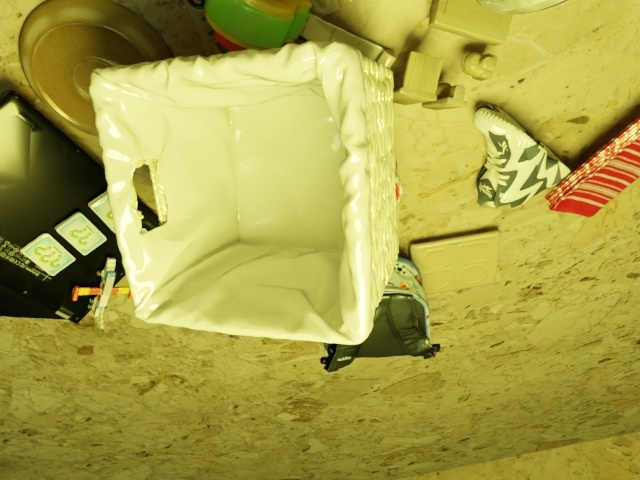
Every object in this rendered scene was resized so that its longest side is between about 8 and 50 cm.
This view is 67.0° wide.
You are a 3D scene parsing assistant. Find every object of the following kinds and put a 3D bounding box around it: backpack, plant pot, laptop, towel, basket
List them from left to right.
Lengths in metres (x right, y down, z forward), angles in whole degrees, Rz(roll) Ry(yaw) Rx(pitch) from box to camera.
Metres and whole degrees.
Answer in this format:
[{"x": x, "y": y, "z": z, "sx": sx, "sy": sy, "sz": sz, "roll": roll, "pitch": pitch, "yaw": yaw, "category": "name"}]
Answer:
[{"x": -0.583, "y": -0.025, "z": 0.882, "sx": 0.408, "sy": 0.236, "sz": 0.382, "roll": -47, "pitch": 142, "yaw": -9, "category": "laptop"}, {"x": -0.338, "y": -0.248, "z": 0.743, "sx": 0.236, "sy": 0.032, "sz": 0.236, "roll": -2, "pitch": 137, "yaw": -2, "category": "plant pot"}, {"x": -0.065, "y": -0.074, "z": 0.650, "sx": 0.331, "sy": 0.266, "sz": 0.329, "roll": 3, "pitch": 109, "yaw": 21, "category": "basket"}, {"x": 0.118, "y": 0.141, "z": 1.052, "sx": 0.276, "sy": 0.213, "sz": 0.263, "roll": -8, "pitch": 145, "yaw": 0, "category": "backpack"}, {"x": 0.557, "y": -0.142, "z": 0.872, "sx": 0.198, "sy": 0.031, "sz": 0.275, "roll": 4, "pitch": 139, "yaw": -39, "category": "towel"}]

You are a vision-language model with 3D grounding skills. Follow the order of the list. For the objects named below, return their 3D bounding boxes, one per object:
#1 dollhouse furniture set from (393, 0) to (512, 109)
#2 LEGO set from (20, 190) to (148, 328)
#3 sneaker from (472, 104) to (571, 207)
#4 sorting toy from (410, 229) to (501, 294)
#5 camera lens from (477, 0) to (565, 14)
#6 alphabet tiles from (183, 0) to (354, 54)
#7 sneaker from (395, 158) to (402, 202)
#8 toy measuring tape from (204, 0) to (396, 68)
[{"x": 0.184, "y": -0.284, "z": 0.746, "sx": 0.144, "sy": 0.123, "sz": 0.151, "roll": 9, "pitch": 100, "yaw": -13, "category": "dollhouse furniture set"}, {"x": -0.389, "y": 0.048, "z": 0.902, "sx": 0.182, "sy": 0.060, "sz": 0.244, "roll": -38, "pitch": 139, "yaw": -14, "category": "LEGO set"}, {"x": 0.319, "y": -0.129, "z": 0.866, "sx": 0.235, "sy": 0.094, "sz": 0.153, "roll": 20, "pitch": 123, "yaw": -36, "category": "sneaker"}, {"x": 0.304, "y": 0.051, "z": 1.101, "sx": 0.192, "sy": 0.038, "sz": 0.208, "roll": -10, "pitch": 140, "yaw": 6, "category": "sorting toy"}, {"x": 0.208, "y": -0.399, "z": 0.490, "sx": 0.219, "sy": 0.219, "sz": 0.274, "roll": -33, "pitch": 129, "yaw": 27, "category": "camera lens"}, {"x": -0.067, "y": -0.346, "z": 0.677, "sx": 0.237, "sy": 0.009, "sz": 0.198, "roll": -19, "pitch": 134, "yaw": 16, "category": "alphabet tiles"}, {"x": 0.047, "y": -0.161, "z": 0.778, "sx": 0.090, "sy": 0.145, "sz": 0.270, "roll": -29, "pitch": 131, "yaw": 23, "category": "sneaker"}, {"x": -0.036, "y": -0.284, "z": 0.655, "sx": 0.330, "sy": 0.121, "sz": 0.121, "roll": 18, "pitch": 132, "yaw": -22, "category": "toy measuring tape"}]
